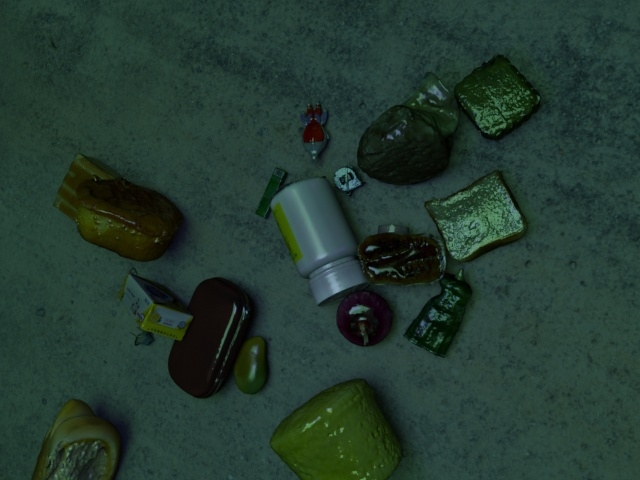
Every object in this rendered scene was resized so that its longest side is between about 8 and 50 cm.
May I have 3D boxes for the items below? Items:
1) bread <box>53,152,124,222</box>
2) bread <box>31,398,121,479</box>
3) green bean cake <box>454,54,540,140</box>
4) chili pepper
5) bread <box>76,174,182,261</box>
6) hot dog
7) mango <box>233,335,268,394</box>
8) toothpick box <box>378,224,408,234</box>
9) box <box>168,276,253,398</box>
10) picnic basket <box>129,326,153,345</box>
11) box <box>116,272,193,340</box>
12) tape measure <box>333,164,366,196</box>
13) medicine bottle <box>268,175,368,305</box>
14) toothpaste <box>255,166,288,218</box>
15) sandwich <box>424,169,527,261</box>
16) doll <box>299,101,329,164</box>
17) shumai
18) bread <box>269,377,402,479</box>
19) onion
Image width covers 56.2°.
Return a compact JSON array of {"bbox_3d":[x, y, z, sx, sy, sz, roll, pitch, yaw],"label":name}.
[{"bbox_3d":[-0.880,-0.177,2.294,0.246,0.111,0.239,34,96,20],"label":"bread"},{"bbox_3d":[-0.891,0.788,2.086,0.245,0.329,0.424,26,100,20],"label":"bread"},{"bbox_3d":[0.532,-0.427,1.809,0.200,0.113,0.214,-35,75,10],"label":"green bean cake"},{"bbox_3d":[0.372,0.207,1.811,0.136,0.099,0.271,31,99,31],"label":"chili pepper"},{"bbox_3d":[-0.678,-0.077,2.091,0.358,0.337,0.204,25,105,-6],"label":"bread"},{"bbox_3d":[0.242,0.056,1.788,0.270,0.082,0.163,-1,86,1],"label":"hot dog"},{"bbox_3d":[-0.235,0.421,2.021,0.122,0.085,0.191,-10,71,32],"label":"mango"},{"bbox_3d":[0.224,0.030,1.881,0.098,0.098,0.149,3,85,20],"label":"toothpick box"},{"bbox_3d":[-0.376,0.328,2.040,0.263,0.108,0.404,26,94,38],"label":"box"},{"bbox_3d":[-0.652,0.348,2.186,0.083,0.065,0.083,41,104,2],"label":"picnic basket"},{"bbox_3d":[-0.572,0.226,2.062,0.265,0.168,0.097,32,93,50],"label":"box"},{"bbox_3d":[0.089,-0.198,1.976,0.091,0.054,0.094,-41,82,14],"label":"tape measure"},{"bbox_3d":[0.000,0.000,1.904,0.213,0.213,0.379,-28,75,15],"label":"medicine bottle"},{"bbox_3d":[-0.170,-0.164,2.076,0.043,0.037,0.179,26,94,17],"label":"toothpaste"},{"bbox_3d":[0.471,-0.069,1.810,0.251,0.087,0.226,-27,77,16],"label":"sandwich"},{"bbox_3d":[-0.022,-0.361,2.021,0.102,0.075,0.228,-6,73,9],"label":"doll"},{"bbox_3d":[0.263,-0.349,1.847,0.330,0.291,0.289,-28,51,52],"label":"shumai"},{"bbox_3d":[0.056,0.595,1.764,0.348,0.348,0.308,-40,78,12],"label":"bread"},{"bbox_3d":[0.136,0.242,1.865,0.177,0.153,0.177,-4,76,17],"label":"onion"}]
